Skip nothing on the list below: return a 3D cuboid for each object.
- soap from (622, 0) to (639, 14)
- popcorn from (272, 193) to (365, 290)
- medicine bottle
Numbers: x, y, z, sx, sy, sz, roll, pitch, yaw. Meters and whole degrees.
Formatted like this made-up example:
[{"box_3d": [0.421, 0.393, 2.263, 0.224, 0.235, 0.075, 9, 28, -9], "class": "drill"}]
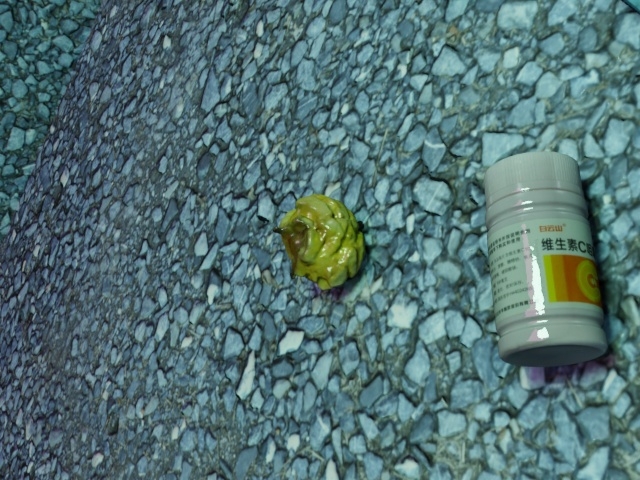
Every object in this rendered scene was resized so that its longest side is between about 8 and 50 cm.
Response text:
[{"box_3d": [0.438, -0.356, 1.047, 0.156, 0.077, 0.293, -51, 43, 26], "class": "soap"}, {"box_3d": [0.000, 0.000, 1.386, 0.167, 0.152, 0.148, 47, 140, 45], "class": "popcorn"}, {"box_3d": [0.278, 0.025, 1.051, 0.133, 0.133, 0.249, -23, 58, 43], "class": "medicine bottle"}]
